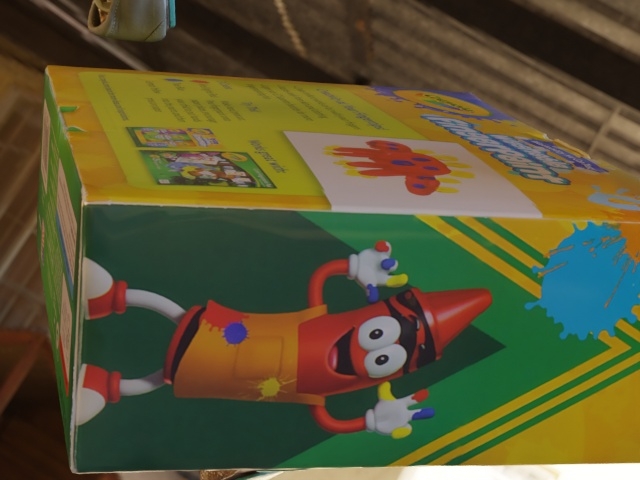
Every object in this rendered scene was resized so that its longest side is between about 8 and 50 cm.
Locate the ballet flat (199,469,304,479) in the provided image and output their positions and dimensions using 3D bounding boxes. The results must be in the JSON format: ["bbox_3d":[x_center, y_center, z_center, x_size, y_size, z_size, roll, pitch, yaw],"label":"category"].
[{"bbox_3d":[-0.038,0.154,1.036,0.073,0.067,0.206,-2,-14,-39],"label":"ballet flat"}]

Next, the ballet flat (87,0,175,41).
[{"bbox_3d":[-0.125,-0.224,0.836,0.068,0.213,0.072,-3,33,-13],"label":"ballet flat"}]

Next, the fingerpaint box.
[{"bbox_3d":[0.000,0.000,0.916,0.371,0.163,0.445,1,16,-16],"label":"fingerpaint box"}]
